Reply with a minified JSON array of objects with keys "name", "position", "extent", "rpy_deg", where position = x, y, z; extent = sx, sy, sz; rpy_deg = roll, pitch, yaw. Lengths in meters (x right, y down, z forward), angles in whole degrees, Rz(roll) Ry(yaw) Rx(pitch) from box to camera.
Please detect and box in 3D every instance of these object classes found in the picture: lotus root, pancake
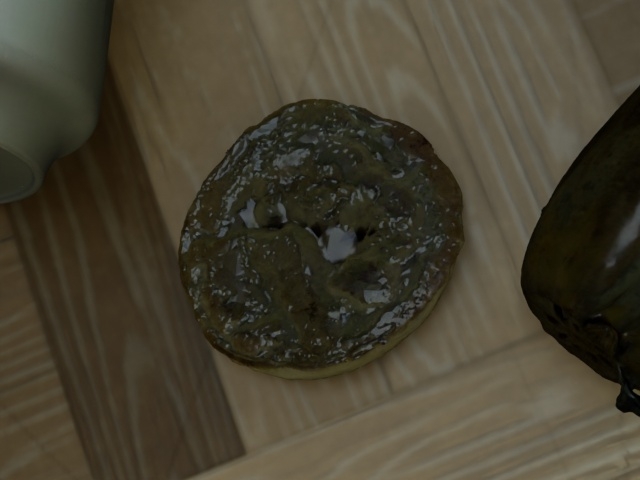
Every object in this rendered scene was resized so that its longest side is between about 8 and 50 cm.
[{"name":"lotus root","position":[0.197,-0.030,0.833],"extent":[0.241,0.123,0.124],"rpy_deg":[-45,100,-4]},{"name":"pancake","position":[0.000,0.000,0.920],"extent":[0.158,0.028,0.158],"rpy_deg":[-4,72,13]}]

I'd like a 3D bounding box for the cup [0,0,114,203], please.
[{"name":"cup","position":[-0.248,-0.196,0.937],"extent":[0.323,0.237,0.327],"rpy_deg":[-5,72,42]}]
